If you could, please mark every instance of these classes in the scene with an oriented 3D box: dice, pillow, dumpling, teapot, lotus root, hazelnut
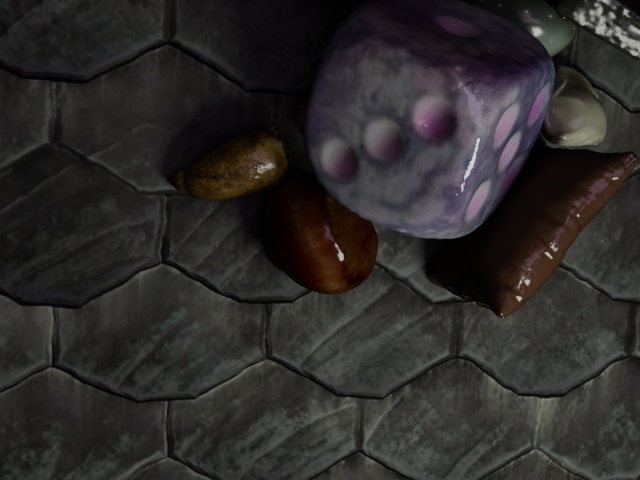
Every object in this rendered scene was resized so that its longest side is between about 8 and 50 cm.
[{"bbox_3d":[0.153,-0.182,1.370,0.270,0.270,0.271,29,124,22],"label":"dice"},{"bbox_3d":[0.310,-0.028,1.470,0.108,0.308,0.305,41,88,-13],"label":"pillow"},{"bbox_3d":[0.407,-0.222,1.560,0.169,0.100,0.134,-2,86,-27],"label":"dumpling"},{"bbox_3d":[0.292,-0.278,1.503,0.183,0.183,0.251,7,108,-15],"label":"teapot"},{"bbox_3d":[-0.136,-0.105,1.456,0.190,0.108,0.095,-24,63,-1],"label":"lotus root"},{"bbox_3d":[0.000,0.000,1.474,0.178,0.178,0.204,-45,139,-4],"label":"hazelnut"}]

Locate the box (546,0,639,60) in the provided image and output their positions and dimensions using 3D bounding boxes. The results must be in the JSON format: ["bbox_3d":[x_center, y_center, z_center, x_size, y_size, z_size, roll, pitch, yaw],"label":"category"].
[{"bbox_3d":[0.494,-0.370,1.451,0.350,0.359,0.091,27,130,-9],"label":"box"}]

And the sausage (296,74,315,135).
[{"bbox_3d":[0.026,-0.243,1.483,0.077,0.077,0.194,27,94,-17],"label":"sausage"}]
